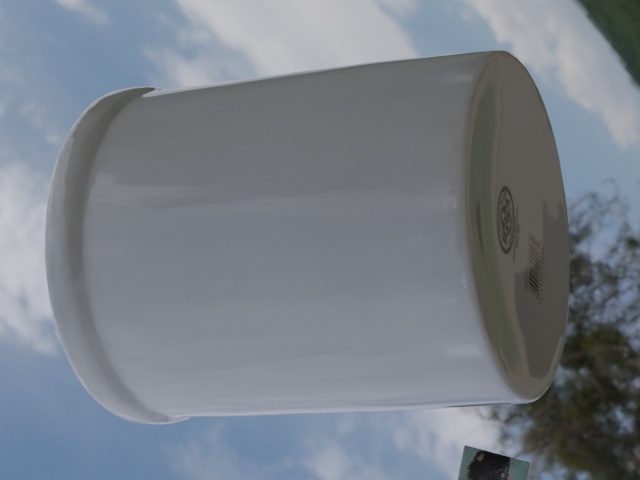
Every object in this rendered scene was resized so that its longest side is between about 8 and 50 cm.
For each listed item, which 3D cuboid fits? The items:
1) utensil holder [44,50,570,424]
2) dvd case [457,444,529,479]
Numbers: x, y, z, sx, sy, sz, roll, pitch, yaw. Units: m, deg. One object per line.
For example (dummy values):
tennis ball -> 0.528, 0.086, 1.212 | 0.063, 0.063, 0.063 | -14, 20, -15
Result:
utensil holder -> 0.000, 0.000, 1.153 | 0.327, 0.385, 0.327 | 19, -112, -61
dvd case -> 0.210, 0.321, 1.583 | 0.087, 0.013, 0.119 | 15, -122, 4
